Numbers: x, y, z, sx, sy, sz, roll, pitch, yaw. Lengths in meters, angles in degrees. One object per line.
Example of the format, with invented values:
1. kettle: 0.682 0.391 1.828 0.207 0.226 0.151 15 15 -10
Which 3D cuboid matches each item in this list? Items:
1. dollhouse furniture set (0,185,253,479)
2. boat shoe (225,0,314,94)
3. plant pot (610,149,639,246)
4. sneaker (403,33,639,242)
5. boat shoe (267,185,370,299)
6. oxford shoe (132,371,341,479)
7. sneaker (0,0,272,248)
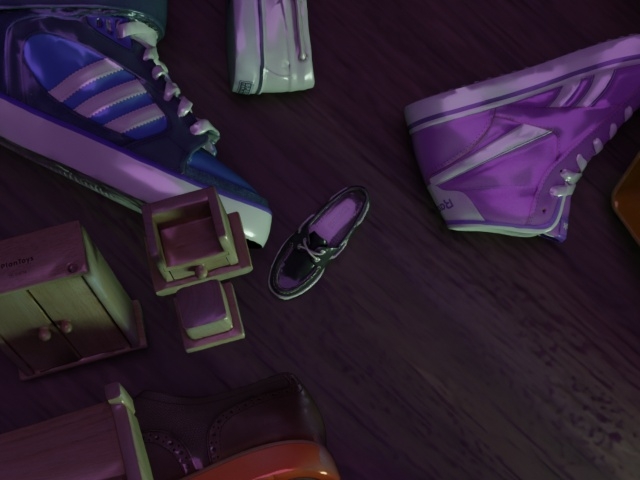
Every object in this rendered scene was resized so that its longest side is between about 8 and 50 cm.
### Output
1. dollhouse furniture set: -0.165 0.181 0.999 0.303 0.174 0.355 -16 64 0
2. boat shoe: -0.040 -0.265 1.192 0.088 0.096 0.267 0 81 -10
3. plant pot: 0.417 -0.039 1.126 0.187 0.212 0.212 -11 56 -29
4. sneaker: 0.231 -0.087 1.190 0.282 0.102 0.161 -18 85 2
5. boat shoe: 0.000 0.000 1.175 0.046 0.038 0.125 44 79 3
6. oxford shoe: -0.168 0.210 1.099 0.364 0.130 0.132 -15 49 -2
7. sneaker: -0.151 -0.156 1.140 0.323 0.130 0.236 25 82 5
